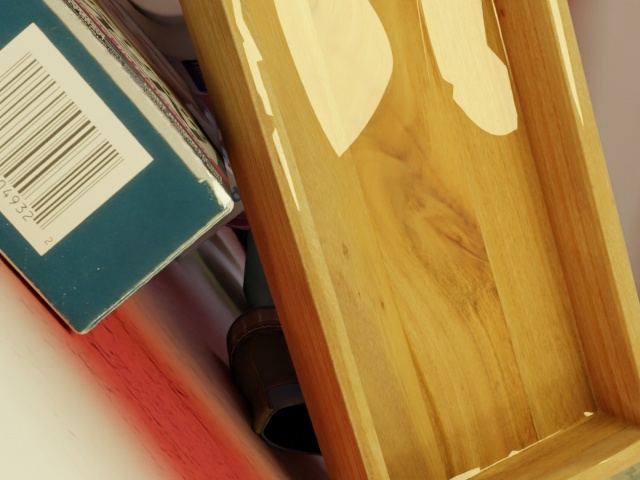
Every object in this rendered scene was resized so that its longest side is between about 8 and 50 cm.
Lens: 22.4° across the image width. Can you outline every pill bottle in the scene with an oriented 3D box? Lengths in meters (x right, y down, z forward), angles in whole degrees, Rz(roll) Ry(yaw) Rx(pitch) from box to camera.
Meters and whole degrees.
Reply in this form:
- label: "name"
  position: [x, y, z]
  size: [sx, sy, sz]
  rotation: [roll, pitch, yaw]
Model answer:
- label: "pill bottle"
  position: [-0.089, -0.175, 1.147]
  size: [0.112, 0.112, 0.186]
  rotation: [50, -2, 7]

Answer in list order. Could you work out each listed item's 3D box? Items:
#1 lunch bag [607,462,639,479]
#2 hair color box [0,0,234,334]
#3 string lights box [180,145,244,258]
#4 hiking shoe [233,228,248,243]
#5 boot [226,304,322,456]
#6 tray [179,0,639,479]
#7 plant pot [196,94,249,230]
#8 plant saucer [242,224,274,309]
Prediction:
- label: "lunch bag"
  position: [0.261, 0.171, 1.386]
  size: [0.169, 0.287, 0.235]
  rotation: [50, 27, -4]
- label: "hair color box"
  position: [-0.146, -0.082, 0.915]
  size: [0.174, 0.105, 0.347]
  rotation: [50, 3, -13]
- label: "string lights box"
  position: [-0.163, -0.114, 1.264]
  size: [0.259, 0.077, 0.133]
  rotation: [50, 2, -10]
- label: "hiking shoe"
  position: [0.000, 0.000, 1.656]
  size: [0.113, 0.132, 0.304]
  rotation: [46, 5, -38]
- label: "boot"
  position: [0.044, 0.117, 1.059]
  size: [0.219, 0.082, 0.106]
  rotation: [15, 25, -13]
- label: "tray"
  position: [0.061, -0.030, 0.937]
  size: [0.076, 0.203, 0.411]
  rotation: [19, -51, 62]
- label: "plant pot"
  position: [-0.085, -0.114, 1.474]
  size: [0.201, 0.201, 0.180]
  rotation: [52, 19, 24]
- label: "plant saucer"
  position: [-0.042, -0.010, 1.350]
  size: [0.037, 0.195, 0.195]
  rotation: [5, 7, -2]
